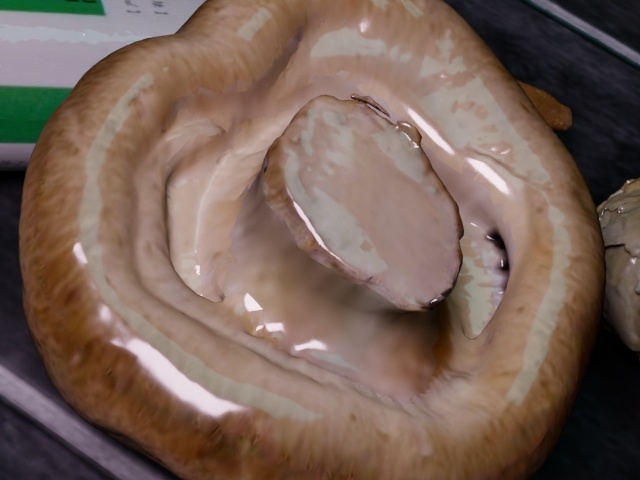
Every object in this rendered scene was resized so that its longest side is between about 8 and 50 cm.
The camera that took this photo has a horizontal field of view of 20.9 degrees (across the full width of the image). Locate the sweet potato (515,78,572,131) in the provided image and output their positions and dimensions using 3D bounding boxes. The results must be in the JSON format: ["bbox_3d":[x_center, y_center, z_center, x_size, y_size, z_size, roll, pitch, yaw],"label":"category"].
[{"bbox_3d":[0.042,-0.076,0.945,0.202,0.058,0.055,0,88,-18],"label":"sweet potato"}]

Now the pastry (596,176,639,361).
[{"bbox_3d":[0.203,0.024,0.882,0.153,0.081,0.153,10,40,-8],"label":"pastry"}]

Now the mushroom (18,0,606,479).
[{"bbox_3d":[0.000,0.000,0.756,0.278,0.146,0.278,9,61,-17],"label":"mushroom"}]

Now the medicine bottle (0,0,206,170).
[{"bbox_3d":[-0.158,-0.079,0.824,0.260,0.095,0.095,0,45,-26],"label":"medicine bottle"}]
